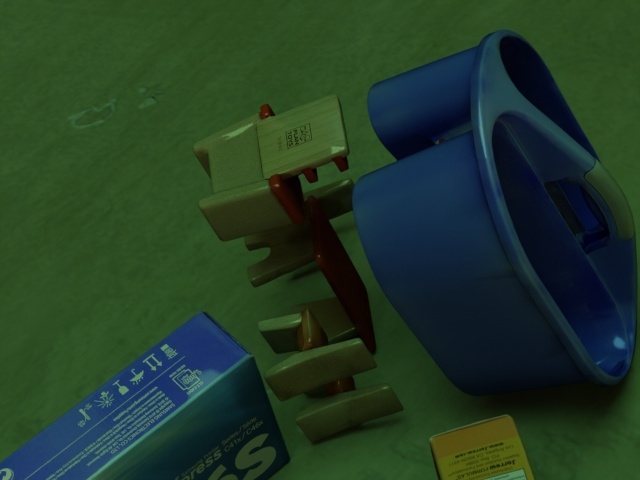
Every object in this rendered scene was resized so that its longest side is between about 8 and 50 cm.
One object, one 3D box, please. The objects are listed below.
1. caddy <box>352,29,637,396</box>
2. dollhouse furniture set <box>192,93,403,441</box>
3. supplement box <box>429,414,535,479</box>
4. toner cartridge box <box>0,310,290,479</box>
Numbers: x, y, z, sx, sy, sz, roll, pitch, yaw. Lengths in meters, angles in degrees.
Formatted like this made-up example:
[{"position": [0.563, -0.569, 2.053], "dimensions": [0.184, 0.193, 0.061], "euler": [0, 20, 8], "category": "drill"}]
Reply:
[{"position": [0.172, -0.017, 1.360], "dimensions": [0.179, 0.341, 0.241], "euler": [-15, 45, 26], "category": "caddy"}, {"position": [0.000, 0.000, 1.427], "dimensions": [0.135, 0.259, 0.262], "euler": [-19, 48, 11], "category": "dollhouse furniture set"}, {"position": [0.152, 0.258, 1.280], "dimensions": [0.080, 0.078, 0.233], "euler": [-17, 47, 0], "category": "supplement box"}, {"position": [-0.192, 0.226, 1.340], "dimensions": [0.348, 0.165, 0.075], "euler": [-38, 51, -18], "category": "toner cartridge box"}]
